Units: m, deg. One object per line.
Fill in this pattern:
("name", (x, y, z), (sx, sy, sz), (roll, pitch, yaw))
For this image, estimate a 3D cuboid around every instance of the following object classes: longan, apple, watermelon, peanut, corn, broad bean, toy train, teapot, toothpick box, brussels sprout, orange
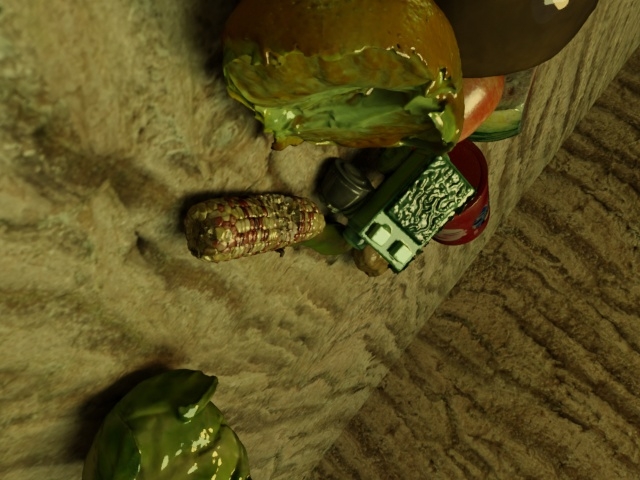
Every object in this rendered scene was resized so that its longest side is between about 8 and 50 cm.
("longan", (0.220, -0.361, 0.620), (0.297, 0.297, 0.297), (-38, 151, -27))
("apple", (0.226, -0.273, 0.844), (0.209, 0.209, 0.164), (-55, 145, 6))
("watermelon", (0.360, -0.327, 1.049), (0.261, 0.213, 0.201), (12, 96, -68))
("peanut", (0.154, 0.001, 1.160), (0.197, 0.110, 0.233), (-60, 155, -9))
("corn", (-0.089, -0.026, 0.750), (0.290, 0.098, 0.098), (-11, 132, -52))
("broad bean", (-0.006, -0.004, 0.964), (0.325, 0.067, 0.075), (2, 91, -57))
("toy train", (0.163, -0.079, 0.933), (0.159, 0.188, 0.272), (41, 94, -24))
("teapot", (0.049, -0.098, 0.903), (0.124, 0.092, 0.091), (2, 137, -52))
("toothpick box", (0.325, -0.114, 1.182), (0.204, 0.204, 0.333), (-55, 156, 4))
("brussels sprout", (-0.259, 0.370, 0.792), (0.294, 0.259, 0.227), (-43, -175, -4))
("orange", (0.043, -0.204, 0.571), (0.334, 0.262, 0.196), (34, 77, -56))
